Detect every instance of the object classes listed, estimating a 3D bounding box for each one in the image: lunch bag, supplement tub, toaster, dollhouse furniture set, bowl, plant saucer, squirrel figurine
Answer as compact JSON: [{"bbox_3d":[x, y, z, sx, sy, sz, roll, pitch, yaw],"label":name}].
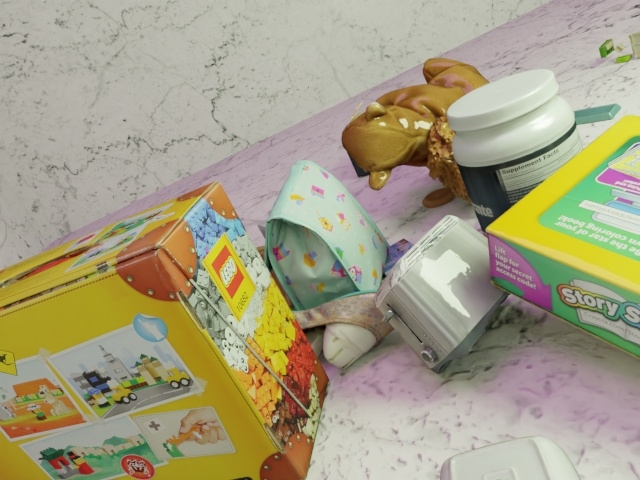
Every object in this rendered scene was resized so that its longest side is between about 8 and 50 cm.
[{"bbox_3d":[0.000,0.000,0.987,0.160,0.262,0.223,-23,26,28],"label":"lunch bag"},{"bbox_3d":[0.334,-0.119,0.880,0.191,0.272,0.191,-23,21,10],"label":"supplement tub"},{"bbox_3d":[0.186,0.065,0.759,0.227,0.146,0.129,-39,-15,-28],"label":"toaster"},{"bbox_3d":[0.887,-0.559,1.520,0.058,0.076,0.152,-39,24,-27],"label":"dollhouse furniture set"},{"bbox_3d":[0.182,0.251,0.513,0.142,0.053,0.142,-19,23,15],"label":"bowl"},{"bbox_3d":[0.631,-0.305,1.316,0.192,0.018,0.067,-1,32,50],"label":"plant saucer"},{"bbox_3d":[0.282,-0.104,1.264,0.083,0.013,0.083,-22,22,10],"label":"plant saucer"},{"bbox_3d":[0.253,-0.238,1.176,0.370,0.281,0.397,-17,30,-36],"label":"squirrel figurine"}]

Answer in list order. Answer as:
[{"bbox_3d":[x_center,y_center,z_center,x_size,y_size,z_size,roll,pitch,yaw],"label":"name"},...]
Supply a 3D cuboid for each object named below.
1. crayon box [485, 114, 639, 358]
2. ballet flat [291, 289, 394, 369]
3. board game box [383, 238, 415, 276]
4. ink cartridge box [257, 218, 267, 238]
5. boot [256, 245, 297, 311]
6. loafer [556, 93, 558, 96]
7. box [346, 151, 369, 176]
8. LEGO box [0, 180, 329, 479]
[{"bbox_3d":[0.435,0.003,0.598,0.313,0.106,0.363,-36,39,-20],"label":"crayon box"},{"bbox_3d":[0.008,0.163,0.883,0.316,0.107,0.106,-18,42,35],"label":"ballet flat"},{"bbox_3d":[0.154,0.035,1.083,0.090,0.020,0.090,-31,22,-8],"label":"board game box"},{"bbox_3d":[-0.048,-0.027,1.311,0.175,0.127,0.072,-34,21,-18],"label":"ink cartridge box"},{"bbox_3d":[-0.060,0.088,1.132,0.236,0.089,0.269,-18,28,-9],"label":"boot"},{"bbox_3d":[0.483,-0.299,1.371,0.268,0.102,0.092,-24,34,46],"label":"loafer"},{"bbox_3d":[0.234,-0.313,1.679,0.261,0.103,0.184,-16,21,24],"label":"box"},{"bbox_3d":[-0.297,0.188,0.774,0.500,0.372,0.193,-18,22,19],"label":"LEGO box"}]
